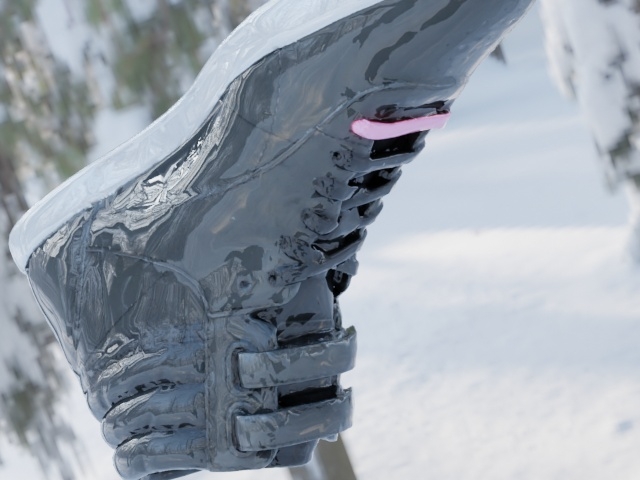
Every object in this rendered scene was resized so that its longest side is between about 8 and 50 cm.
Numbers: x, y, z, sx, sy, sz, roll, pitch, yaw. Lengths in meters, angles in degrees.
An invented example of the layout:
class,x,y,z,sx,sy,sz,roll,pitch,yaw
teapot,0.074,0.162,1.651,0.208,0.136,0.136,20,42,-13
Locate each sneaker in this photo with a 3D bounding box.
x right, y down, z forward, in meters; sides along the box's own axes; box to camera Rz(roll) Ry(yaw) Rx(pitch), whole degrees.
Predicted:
class,x,y,z,sx,sy,sz,roll,pitch,yaw
sneaker,0.000,0.000,0.634,0.104,0.147,0.296,-7,-21,-49
